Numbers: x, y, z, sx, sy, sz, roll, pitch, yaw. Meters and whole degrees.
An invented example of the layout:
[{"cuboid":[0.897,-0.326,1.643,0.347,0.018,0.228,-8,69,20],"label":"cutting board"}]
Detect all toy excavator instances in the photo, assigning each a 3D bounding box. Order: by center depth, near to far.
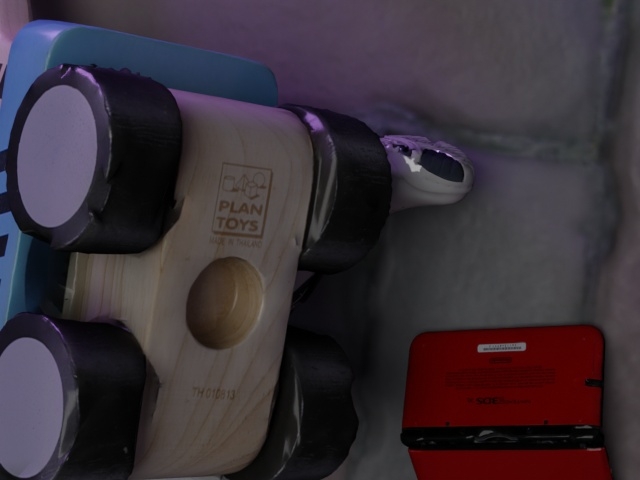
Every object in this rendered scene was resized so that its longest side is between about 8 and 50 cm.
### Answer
[{"cuboid":[-0.177,-0.074,0.927,0.445,0.222,0.433,15,97,46],"label":"toy excavator"}]

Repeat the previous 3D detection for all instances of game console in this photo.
[{"cuboid":[0.139,0.133,0.959,0.144,0.085,0.124,-5,62,24],"label":"game console"}]

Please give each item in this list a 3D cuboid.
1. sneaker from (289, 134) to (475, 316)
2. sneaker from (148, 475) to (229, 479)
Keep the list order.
[{"cuboid":[0.000,0.000,0.966,0.235,0.094,0.153,4,98,24],"label":"sneaker"},{"cuboid":[-0.128,0.173,1.056,0.235,0.090,0.095,16,114,26],"label":"sneaker"}]
